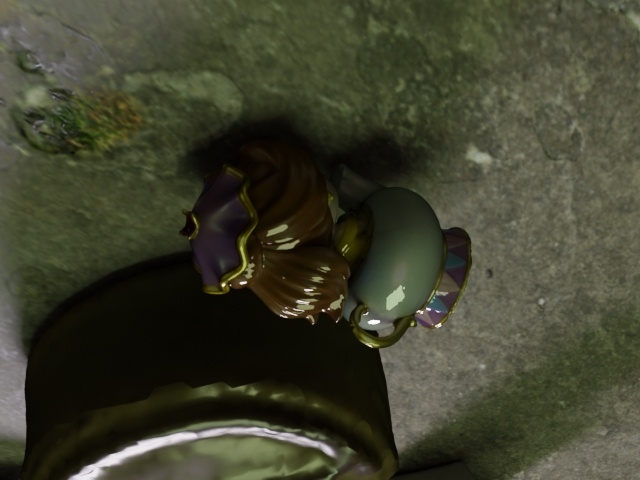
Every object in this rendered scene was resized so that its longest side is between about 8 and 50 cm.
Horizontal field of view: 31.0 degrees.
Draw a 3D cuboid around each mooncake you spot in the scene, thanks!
[{"bbox_3d":[-0.127,0.208,1.263,0.393,0.246,0.394,9,138,-27],"label":"mooncake"}]

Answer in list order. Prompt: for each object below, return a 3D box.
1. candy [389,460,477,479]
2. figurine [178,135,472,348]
[{"bbox_3d":[0.215,0.524,1.820,0.208,0.359,0.145,-16,132,-18],"label":"candy"},{"bbox_3d":[0.000,0.000,1.040,0.263,0.190,0.142,17,134,-20],"label":"figurine"}]
